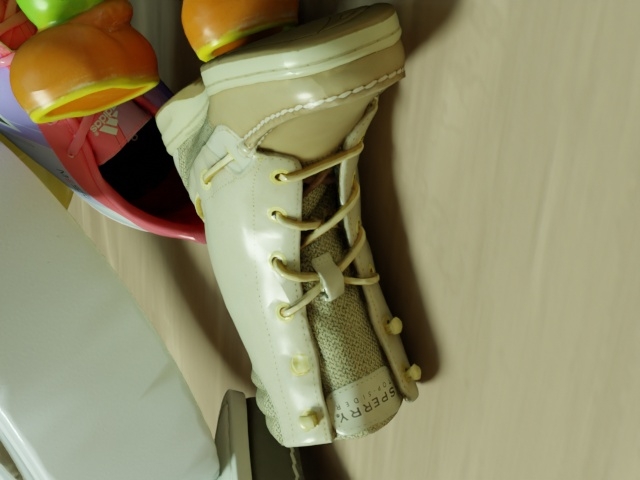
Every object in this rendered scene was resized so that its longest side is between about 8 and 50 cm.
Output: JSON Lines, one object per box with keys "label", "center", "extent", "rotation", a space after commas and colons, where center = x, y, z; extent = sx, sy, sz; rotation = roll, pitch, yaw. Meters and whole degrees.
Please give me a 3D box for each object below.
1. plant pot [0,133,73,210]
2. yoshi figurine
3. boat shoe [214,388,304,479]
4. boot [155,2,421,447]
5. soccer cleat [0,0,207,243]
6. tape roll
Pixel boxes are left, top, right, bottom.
{"label": "plant pot", "center": [-0.286, -0.104, 1.272], "extent": [0.254, 0.254, 0.239], "rotation": [57, 168, 30]}
{"label": "yoshi figurine", "center": [-0.137, -0.256, 0.890], "extent": [0.203, 0.203, 0.362], "rotation": [-21, 85, 57]}
{"label": "boat shoe", "center": [-0.012, 0.235, 1.058], "extent": [0.109, 0.091, 0.305], "rotation": [108, 156, -61]}
{"label": "boot", "center": [0.000, 0.000, 0.872], "extent": [0.262, 0.095, 0.203], "rotation": [-21, 87, 68]}
{"label": "soccer cleat", "center": [-0.163, -0.103, 1.011], "extent": [0.116, 0.109, 0.318], "rotation": [35, 174, 45]}
{"label": "tape roll", "center": [-0.187, 0.065, 1.066], "extent": [0.286, 0.100, 0.286], "rotation": [47, 161, 21]}
